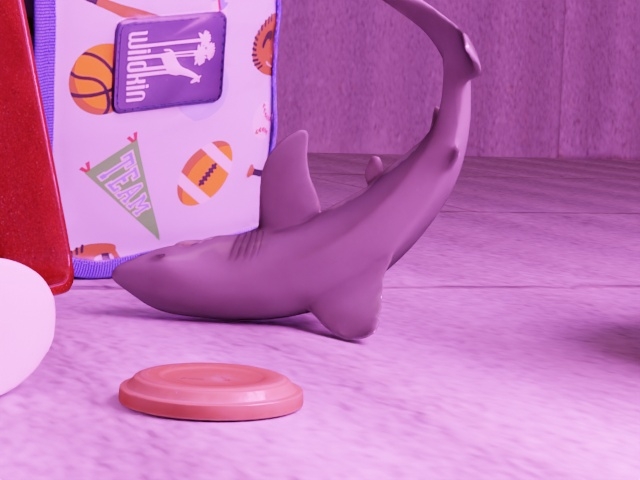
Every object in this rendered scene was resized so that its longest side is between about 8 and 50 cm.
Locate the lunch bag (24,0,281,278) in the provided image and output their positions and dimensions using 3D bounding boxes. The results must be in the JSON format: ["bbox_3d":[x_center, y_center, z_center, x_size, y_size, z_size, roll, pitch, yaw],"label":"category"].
[{"bbox_3d":[-0.220,-0.152,1.228,0.385,0.328,0.239,2,22,-3],"label":"lunch bag"}]

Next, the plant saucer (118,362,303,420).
[{"bbox_3d":[-0.049,0.067,0.769,0.083,0.013,0.083,2,5,0],"label":"plant saucer"}]

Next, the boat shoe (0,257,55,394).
[{"bbox_3d":[-0.193,0.045,0.731,0.063,0.066,0.184,7,17,33],"label":"boat shoe"}]

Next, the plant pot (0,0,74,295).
[{"bbox_3d":[-0.318,-0.070,0.951,0.235,0.267,0.267,-10,2,17],"label":"plant pot"}]

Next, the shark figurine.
[{"bbox_3d":[0.028,-0.006,0.977,0.166,0.278,0.116,31,32,-30],"label":"shark figurine"}]
